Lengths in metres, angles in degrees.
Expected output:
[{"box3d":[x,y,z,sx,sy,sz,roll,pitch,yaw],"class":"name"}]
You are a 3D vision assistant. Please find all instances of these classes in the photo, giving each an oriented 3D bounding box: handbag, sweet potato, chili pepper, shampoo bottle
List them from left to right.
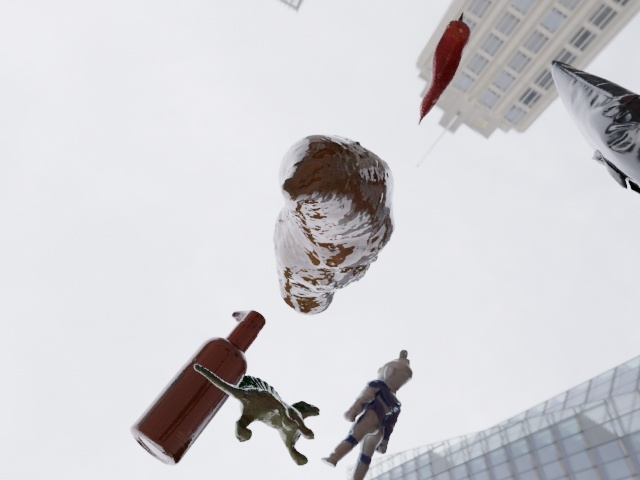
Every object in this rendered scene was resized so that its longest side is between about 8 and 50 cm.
[{"box3d":[-0.158,0.193,0.973,0.085,0.085,0.244,37,-124,2],"class":"shampoo bottle"},{"box3d":[0.010,-0.012,0.587,0.095,0.354,0.106,40,-105,10],"class":"sweet potato"},{"box3d":[0.184,-0.257,1.050,0.045,0.178,0.027,15,-164,-33],"class":"chili pepper"},{"box3d":[0.419,-0.146,0.974,0.211,0.088,0.254,47,-165,-20],"class":"handbag"}]

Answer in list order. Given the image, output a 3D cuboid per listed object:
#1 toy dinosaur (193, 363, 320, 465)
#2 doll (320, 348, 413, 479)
[{"box3d":[-0.041,0.105,0.453,0.119,0.029,0.060,34,-168,-31],"class":"toy dinosaur"},{"box3d":[0.084,0.267,1.072,0.227,0.057,0.114,-53,-55,-26],"class":"doll"}]
